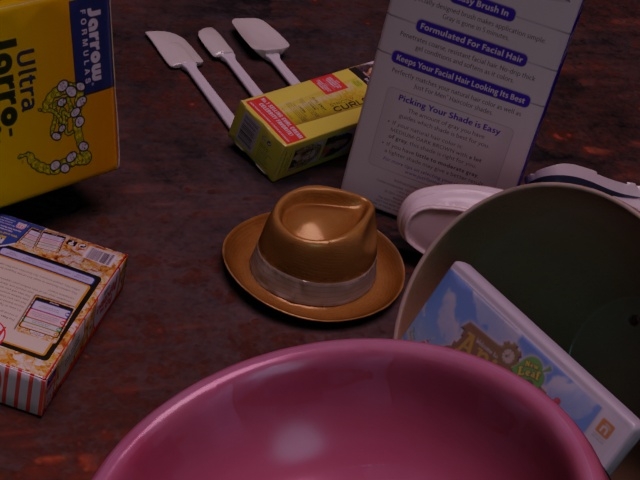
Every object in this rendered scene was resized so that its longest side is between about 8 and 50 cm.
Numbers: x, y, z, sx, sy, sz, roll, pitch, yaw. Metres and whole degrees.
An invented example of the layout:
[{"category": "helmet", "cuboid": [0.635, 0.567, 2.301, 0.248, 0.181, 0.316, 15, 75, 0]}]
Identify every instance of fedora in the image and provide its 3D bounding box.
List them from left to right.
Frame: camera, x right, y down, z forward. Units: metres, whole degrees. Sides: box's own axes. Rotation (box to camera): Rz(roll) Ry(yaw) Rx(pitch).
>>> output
[{"category": "fedora", "cuboid": [0.000, 0.000, 1.312, 0.194, 0.079, 0.194, 10, 36, -7]}]

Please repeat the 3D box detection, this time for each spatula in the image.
[{"category": "spatula", "cuboid": [-0.091, -0.203, 1.605, 0.168, 0.019, 0.242, -9, 42, -31]}]

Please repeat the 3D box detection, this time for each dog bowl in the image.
[{"category": "dog bowl", "cuboid": [0.016, 0.223, 0.845, 0.408, 0.150, 0.408, -7, 34, 5]}]

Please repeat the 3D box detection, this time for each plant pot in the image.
[{"category": "plant pot", "cuboid": [0.229, 0.105, 1.128, 0.191, 0.284, 0.284, 12, 26, -51]}]

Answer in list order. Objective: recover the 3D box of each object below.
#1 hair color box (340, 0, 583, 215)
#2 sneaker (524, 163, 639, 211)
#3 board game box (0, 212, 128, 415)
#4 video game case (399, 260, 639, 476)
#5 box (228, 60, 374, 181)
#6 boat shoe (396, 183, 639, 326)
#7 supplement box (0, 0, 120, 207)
[{"category": "hair color box", "cuboid": [0.153, -0.175, 1.380, 0.185, 0.338, 0.110, 21, 37, 9]}, {"category": "sneaker", "cuboid": [0.326, -0.011, 1.455, 0.235, 0.090, 0.094, 11, 65, -20]}, {"category": "board game box", "cuboid": [-0.274, 0.057, 1.165, 0.147, 0.045, 0.193, 18, 35, 5]}, {"category": "video game case", "cuboid": [0.128, 0.154, 1.062, 0.023, 0.193, 0.212, 13, 26, -50]}, {"category": "box", "cuboid": [0.010, -0.143, 1.517, 0.232, 0.058, 0.087, -22, 59, -38]}, {"category": "boat shoe", "cuboid": [0.209, 0.023, 1.340, 0.277, 0.098, 0.096, 17, 35, 1]}, {"category": "supplement box", "cuboid": [-0.387, -0.131, 1.218, 0.194, 0.195, 0.356, 23, 33, 39]}]
